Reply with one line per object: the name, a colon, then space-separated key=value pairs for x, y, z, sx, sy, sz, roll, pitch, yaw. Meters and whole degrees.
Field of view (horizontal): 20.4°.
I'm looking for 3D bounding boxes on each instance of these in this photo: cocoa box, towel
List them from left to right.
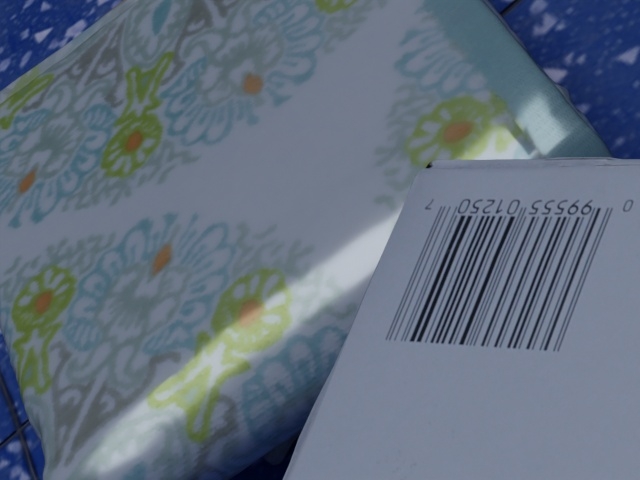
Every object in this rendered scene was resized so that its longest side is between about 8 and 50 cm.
towel: x=-0.039 y=-0.043 z=0.984 sx=0.320 sy=0.090 sz=0.374 roll=-38 pitch=39 yaw=7
cocoa box: x=0.182 y=0.127 z=0.582 sx=0.347 sy=0.228 sz=0.231 roll=1 pitch=57 yaw=42

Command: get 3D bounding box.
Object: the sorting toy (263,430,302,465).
sorting toy: x=0.000 y=0.000 z=1.001 sx=0.208 sy=0.038 sz=0.193 roll=-46 pitch=39 yaw=0
